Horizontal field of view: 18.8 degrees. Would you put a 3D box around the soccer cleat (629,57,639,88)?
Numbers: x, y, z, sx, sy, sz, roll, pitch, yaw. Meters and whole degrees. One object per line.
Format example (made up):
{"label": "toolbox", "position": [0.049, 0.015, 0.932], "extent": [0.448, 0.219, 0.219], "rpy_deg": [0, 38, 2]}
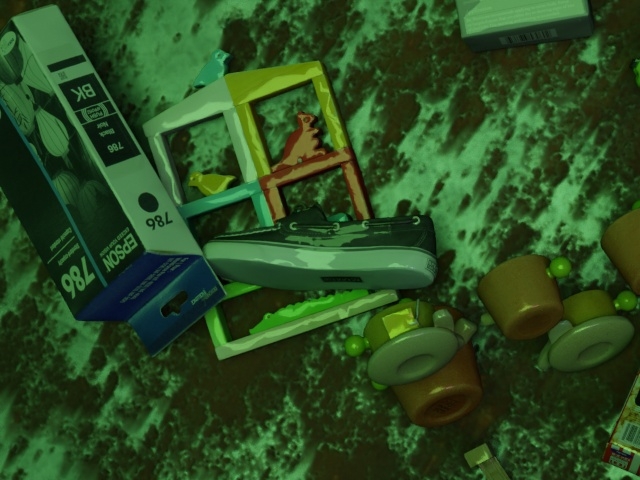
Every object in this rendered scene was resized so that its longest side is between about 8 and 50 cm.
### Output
{"label": "soccer cleat", "position": [0.358, -0.212, 1.810], "extent": [0.072, 0.060, 0.179], "rpy_deg": [28, 100, 1]}

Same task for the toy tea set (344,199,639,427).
{"label": "toy tea set", "position": [0.179, 0.049, 1.782], "extent": [0.336, 0.200, 0.124], "rpy_deg": [-20, 59, -3]}

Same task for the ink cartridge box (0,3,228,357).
{"label": "ink cartridge box", "position": [-0.230, -0.047, 1.872], "extent": [0.333, 0.065, 0.165], "rpy_deg": [58, 138, 8]}

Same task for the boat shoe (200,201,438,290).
{"label": "boat shoe", "position": [0.000, 0.000, 1.833], "extent": [0.228, 0.080, 0.076], "rpy_deg": [0, 68, 15]}

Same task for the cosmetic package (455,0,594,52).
{"label": "cosmetic package", "position": [0.179, -0.308, 1.824], "extent": [0.127, 0.107, 0.238], "rpy_deg": [-8, 84, 11]}

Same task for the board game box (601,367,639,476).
{"label": "board game box", "position": [0.360, 0.140, 1.756], "extent": [0.146, 0.045, 0.193], "rpy_deg": [23, 63, 12]}

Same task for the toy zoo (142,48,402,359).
{"label": "toy zoo", "position": [-0.055, -0.050, 1.896], "extent": [0.192, 0.030, 0.293], "rpy_deg": [-18, 85, 10]}

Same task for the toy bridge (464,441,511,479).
{"label": "toy bridge", "position": [0.196, 0.276, 1.818], "extent": [0.026, 0.063, 0.188], "rpy_deg": [-32, 81, 9]}
